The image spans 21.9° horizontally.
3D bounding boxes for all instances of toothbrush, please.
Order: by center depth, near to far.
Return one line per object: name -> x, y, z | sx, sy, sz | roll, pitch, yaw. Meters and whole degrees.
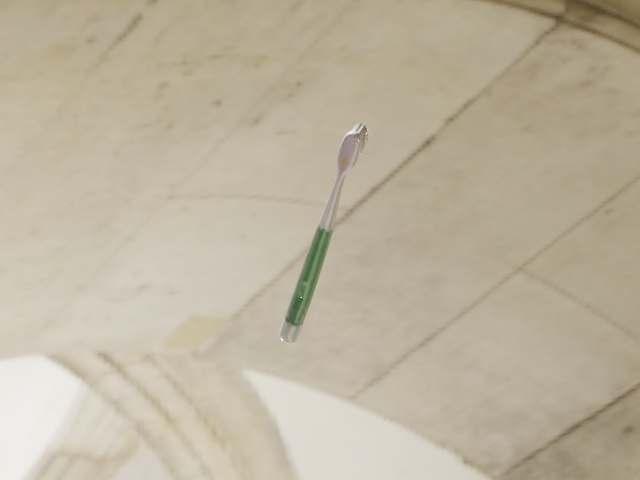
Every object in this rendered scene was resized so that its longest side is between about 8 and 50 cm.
toothbrush -> 0.000, 0.000, 1.369 | 0.018, 0.024, 0.257 | 27, -46, 8
